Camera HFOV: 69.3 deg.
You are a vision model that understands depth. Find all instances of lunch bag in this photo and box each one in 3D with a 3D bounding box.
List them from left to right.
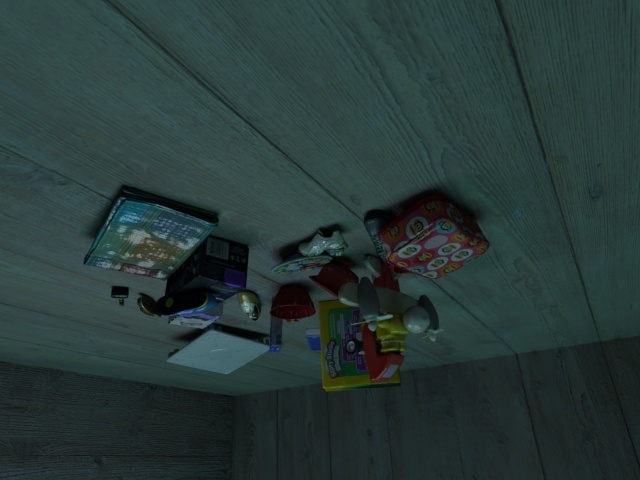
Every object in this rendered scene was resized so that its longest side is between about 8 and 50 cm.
[{"bbox_3d":[0.313,0.014,1.331,0.258,0.120,0.293,-39,139,27],"label":"lunch bag"}]

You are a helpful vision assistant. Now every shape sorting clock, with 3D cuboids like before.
[{"bbox_3d":[-0.061,0.083,1.542,0.206,0.040,0.206,-14,164,-4],"label":"shape sorting clock"}]

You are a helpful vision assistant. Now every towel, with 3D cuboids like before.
[{"bbox_3d":[-0.489,0.003,1.325,0.271,0.040,0.370,17,138,-34],"label":"towel"}]

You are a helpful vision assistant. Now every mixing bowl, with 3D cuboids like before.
[{"bbox_3d":[-0.110,0.239,1.827,0.181,0.098,0.181,-3,153,-1],"label":"mixing bowl"}]

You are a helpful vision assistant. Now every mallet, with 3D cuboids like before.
[{"bbox_3d":[-0.774,0.226,1.816,0.062,0.039,0.189,1,158,-13],"label":"mallet"}]

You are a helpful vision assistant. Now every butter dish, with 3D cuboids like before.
[{"bbox_3d":[0.068,0.124,1.596,0.160,0.118,0.160,31,-170,25],"label":"butter dish"}]

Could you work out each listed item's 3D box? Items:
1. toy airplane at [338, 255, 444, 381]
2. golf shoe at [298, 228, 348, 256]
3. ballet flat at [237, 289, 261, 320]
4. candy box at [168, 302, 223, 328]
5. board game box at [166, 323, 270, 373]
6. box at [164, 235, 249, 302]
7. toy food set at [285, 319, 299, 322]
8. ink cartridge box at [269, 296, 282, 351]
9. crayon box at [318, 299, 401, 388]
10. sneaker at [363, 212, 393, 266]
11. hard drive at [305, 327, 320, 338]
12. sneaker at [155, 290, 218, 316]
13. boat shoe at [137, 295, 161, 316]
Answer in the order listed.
[{"bbox_3d":[0.250,0.227,1.539,0.272,0.386,0.384,0,119,50],"label":"toy airplane"},{"bbox_3d":[0.000,0.000,1.422,0.176,0.069,0.086,-5,116,33],"label":"golf shoe"},{"bbox_3d":[-0.286,0.275,1.909,0.080,0.073,0.232,-6,153,6],"label":"ballet flat"},{"bbox_3d":[-0.527,0.305,1.949,0.165,0.070,0.196,15,148,-32],"label":"candy box"},{"bbox_3d":[-0.522,0.568,2.395,0.390,0.050,0.390,-36,137,29],"label":"board game box"},{"bbox_3d":[-0.369,0.111,1.494,0.165,0.143,0.270,20,146,-34],"label":"box"},{"bbox_3d":[-0.130,0.368,2.168,0.083,0.020,0.082,-9,153,11],"label":"toy food set"},{"bbox_3d":[-0.183,0.345,1.910,0.046,0.207,0.097,4,153,-9],"label":"ink cartridge box"},{"bbox_3d":[0.159,0.427,1.931,0.313,0.362,0.106,-7,154,8],"label":"crayon box"},{"bbox_3d":[0.190,0.001,1.378,0.083,0.098,0.223,-13,152,19],"label":"sneaker"},{"bbox_3d":[0.039,0.533,2.492,0.210,0.040,0.318,-4,154,2],"label":"hard drive"},{"bbox_3d":[-0.417,0.205,1.445,0.209,0.069,0.082,-11,154,20],"label":"sneaker"},{"bbox_3d":[-0.703,0.273,1.877,0.060,0.064,0.178,-6,156,3],"label":"boat shoe"}]
